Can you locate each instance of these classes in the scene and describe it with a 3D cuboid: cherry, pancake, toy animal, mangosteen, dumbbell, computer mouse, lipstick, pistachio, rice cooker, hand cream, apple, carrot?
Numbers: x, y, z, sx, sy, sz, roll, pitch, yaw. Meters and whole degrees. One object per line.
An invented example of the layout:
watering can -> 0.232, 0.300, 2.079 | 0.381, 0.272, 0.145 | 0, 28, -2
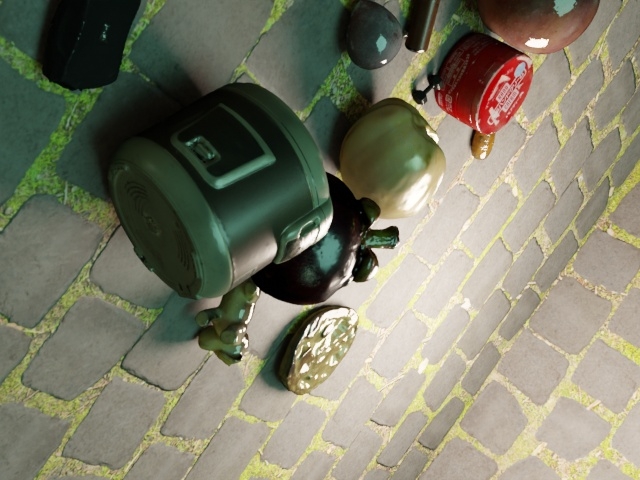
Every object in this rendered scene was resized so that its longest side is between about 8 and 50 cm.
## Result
cherry -> 0.123, -0.442, 1.909 | 0.188, 0.115, 0.148 | -49, 114, -26
pancake -> -0.009, 0.290, 2.450 | 0.294, 0.049, 0.294 | -38, 146, -32
toy animal -> -0.197, 0.162, 2.017 | 0.233, 0.121, 0.169 | -71, 163, 6
mangosteen -> -0.019, 0.002, 1.928 | 0.297, 0.293, 0.297 | -52, 173, -10
dumbbell -> 0.257, -0.361, 2.219 | 0.083, 0.036, 0.040 | -45, 147, -17
computer mouse -> -0.345, -0.324, 1.394 | 0.122, 0.073, 0.217 | -7, 131, -48
lipstick -> 0.245, -0.576, 1.984 | 0.057, 0.057, 0.356 | -22, 134, -43
pistachio -> 0.162, -0.177, 2.093 | 0.238, 0.229, 0.321 | -5, 143, 0
rice cooker -> -0.162, -0.093, 1.616 | 0.325, 0.335, 0.335 | -34, 143, -29
hand cream -> 0.402, -0.389, 2.288 | 0.230, 0.149, 0.230 | -36, 146, -29
apple -> 0.495, -0.560, 2.137 | 0.306, 0.306, 0.235 | -1, 126, -54
carrot -> 0.451, -0.304, 2.521 | 0.060, 0.060, 0.186 | -25, 135, -40

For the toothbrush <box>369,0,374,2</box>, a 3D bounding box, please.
toothbrush -> 0.043, -0.527, 1.783 | 0.019, 0.025, 0.276 | -56, 149, 2
